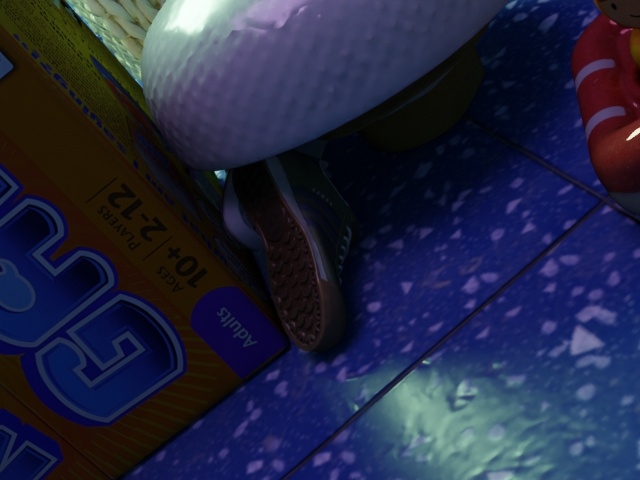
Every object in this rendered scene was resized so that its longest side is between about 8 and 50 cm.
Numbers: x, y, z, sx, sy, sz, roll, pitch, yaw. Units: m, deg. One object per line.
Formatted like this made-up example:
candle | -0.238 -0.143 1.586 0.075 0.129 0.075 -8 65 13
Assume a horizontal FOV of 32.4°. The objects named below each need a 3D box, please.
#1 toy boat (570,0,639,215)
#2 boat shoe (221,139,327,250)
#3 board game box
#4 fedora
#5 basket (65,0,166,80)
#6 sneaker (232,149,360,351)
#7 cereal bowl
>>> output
toy boat | 0.220 -0.126 0.691 0.151 0.151 0.231 -27 32 24
boat shoe | -0.047 -0.052 0.992 0.076 0.083 0.226 -36 16 33
board game box | -0.301 -0.005 0.920 0.356 0.356 0.356 -38 29 4
fedora | 0.076 -0.136 0.945 0.194 0.079 0.194 -29 31 20
basket | -0.185 -0.357 1.304 0.266 0.328 0.331 -44 30 -3
sneaker | 0.000 0.000 0.859 0.064 0.086 0.192 -53 47 38
cereal bowl | -0.010 -0.210 0.898 0.339 0.141 0.339 -28 22 12
